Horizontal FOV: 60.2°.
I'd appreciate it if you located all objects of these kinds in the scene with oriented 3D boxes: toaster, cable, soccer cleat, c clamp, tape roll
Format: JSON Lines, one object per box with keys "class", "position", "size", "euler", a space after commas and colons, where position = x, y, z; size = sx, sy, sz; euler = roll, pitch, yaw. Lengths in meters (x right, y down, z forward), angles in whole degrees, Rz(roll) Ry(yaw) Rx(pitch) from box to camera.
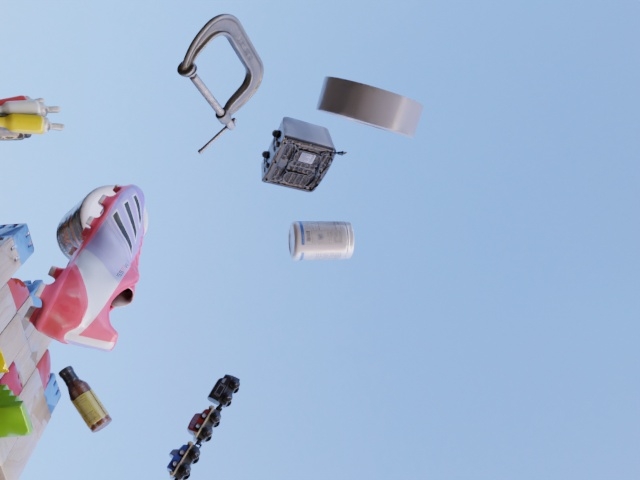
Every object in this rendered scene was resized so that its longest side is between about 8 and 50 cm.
{"class": "toaster", "position": [-0.055, -0.228, 1.496], "size": [0.168, 0.185, 0.110], "euler": [-57, -147, 40]}
{"class": "cable", "position": [-0.585, -0.206, 0.906], "size": [0.139, 0.287, 0.072], "euler": [42, -55, 32]}
{"class": "soccer cleat", "position": [-0.244, 0.024, 0.642], "size": [0.083, 0.095, 0.248], "euler": [-49, -161, 30]}
{"class": "c clamp", "position": [-0.126, -0.193, 0.683], "size": [0.137, 0.161, 0.022], "euler": [-44, -115, -10]}
{"class": "tape roll", "position": [0.103, -0.281, 1.169], "size": [0.219, 0.219, 0.072], "euler": [24, -76, 32]}

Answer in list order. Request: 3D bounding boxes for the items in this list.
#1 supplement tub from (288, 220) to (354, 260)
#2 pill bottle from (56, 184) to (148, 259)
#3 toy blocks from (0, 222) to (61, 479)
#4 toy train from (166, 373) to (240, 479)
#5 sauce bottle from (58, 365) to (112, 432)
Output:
{"class": "supplement tub", "position": [0.000, 0.000, 0.986], "size": [0.071, 0.107, 0.071], "euler": [180, -90, -76]}
{"class": "pill bottle", "position": [-0.455, -0.019, 1.125], "size": [0.245, 0.130, 0.130], "euler": [-19, -108, 50]}
{"class": "toy blocks", "position": [-0.467, 0.152, 0.779], "size": [0.190, 0.261, 0.381], "euler": [-4, -65, -3]}
{"class": "toy train", "position": [-0.155, 0.243, 0.725], "size": [0.036, 0.158, 0.027], "euler": [26, -40, 5]}
{"class": "sauce bottle", "position": [-0.427, 0.284, 0.996], "size": [0.042, 0.042, 0.128], "euler": [-44, -105, 18]}
